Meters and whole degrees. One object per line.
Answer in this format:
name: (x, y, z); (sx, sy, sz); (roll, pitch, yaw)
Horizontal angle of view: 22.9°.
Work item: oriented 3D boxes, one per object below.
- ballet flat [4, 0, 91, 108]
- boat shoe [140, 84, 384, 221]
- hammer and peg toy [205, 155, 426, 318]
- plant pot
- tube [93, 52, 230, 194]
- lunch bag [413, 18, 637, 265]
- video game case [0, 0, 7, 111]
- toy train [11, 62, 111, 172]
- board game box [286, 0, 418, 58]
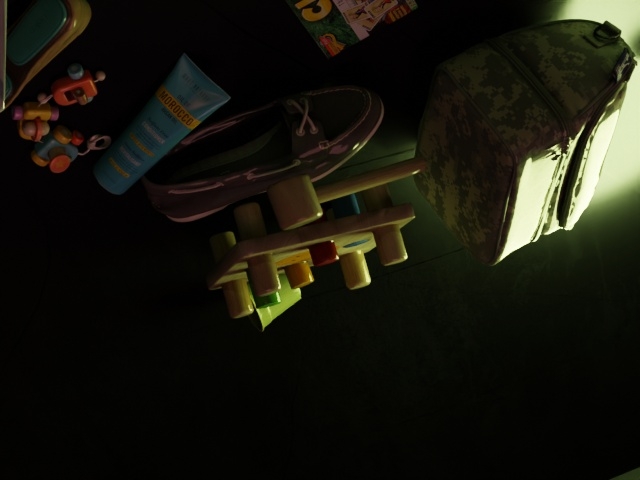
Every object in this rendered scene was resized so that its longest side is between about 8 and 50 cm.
ballet flat: (-0.353, -0.206, 1.838); (0.232, 0.080, 0.073); (-35, 174, 22)
boat shoe: (-0.079, -0.122, 2.071); (0.335, 0.112, 0.095); (-24, 151, 9)
hammer and peg toy: (0.000, 0.000, 2.148); (0.266, 0.127, 0.361); (-13, 172, -18)
plant pot: (-0.074, 0.084, 2.394); (0.079, 0.083, 0.083); (-27, 147, -14)
tube: (-0.207, -0.142, 2.011); (0.080, 0.052, 0.207); (42, 116, -9)
lunch bag: (0.292, -0.148, 2.176); (0.256, 0.212, 0.305); (-28, 150, -22)
video game case: (-0.446, -0.271, 1.424); (0.329, 0.300, 0.036); (1, -179, -25)
toy train: (-0.314, -0.142, 1.967); (0.125, 0.046, 0.166); (-18, 145, -7)
board game box: (0.013, -0.328, 1.915); (0.136, 0.030, 0.260); (-27, 146, 11)
